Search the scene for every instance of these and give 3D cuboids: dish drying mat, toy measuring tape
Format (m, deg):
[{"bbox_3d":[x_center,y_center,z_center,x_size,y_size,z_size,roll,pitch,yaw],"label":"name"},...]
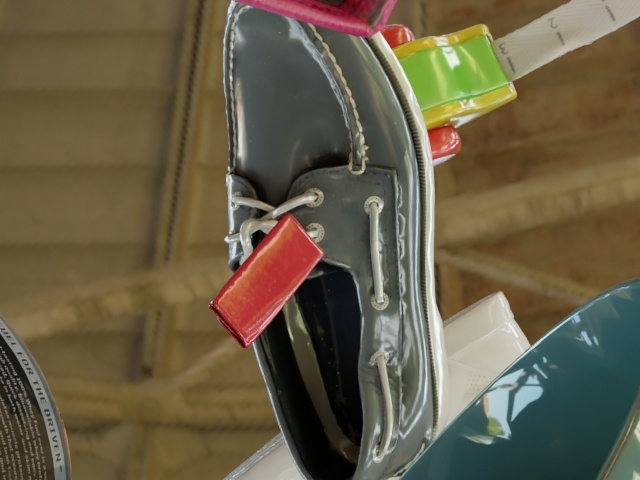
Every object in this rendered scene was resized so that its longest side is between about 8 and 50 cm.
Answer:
[{"bbox_3d":[-0.028,0.020,0.868,0.008,0.032,0.083,-31,-165,45],"label":"dish drying mat"},{"bbox_3d":[0.110,-0.130,1.232,0.330,0.121,0.121,-26,-144,20],"label":"toy measuring tape"}]

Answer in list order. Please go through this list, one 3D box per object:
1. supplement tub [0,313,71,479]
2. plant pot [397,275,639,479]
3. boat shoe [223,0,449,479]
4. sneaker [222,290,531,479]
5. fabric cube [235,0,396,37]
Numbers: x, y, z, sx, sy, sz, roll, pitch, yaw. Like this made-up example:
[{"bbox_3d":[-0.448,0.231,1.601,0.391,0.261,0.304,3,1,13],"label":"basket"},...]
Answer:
[{"bbox_3d":[-0.194,0.089,0.516,0.193,0.193,0.316,-16,175,8],"label":"supplement tub"},{"bbox_3d":[0.091,0.196,0.469,0.235,0.293,0.293,39,-121,-1],"label":"plant pot"},{"bbox_3d":[0.000,0.000,0.958,0.116,0.319,0.099,-1,-160,33],"label":"boat shoe"},{"bbox_3d":[0.061,0.180,1.204,0.292,0.169,0.108,-31,180,-17],"label":"sneaker"},{"bbox_3d":[-0.100,-0.225,0.338,0.258,0.259,0.254,36,-72,41],"label":"fabric cube"}]
